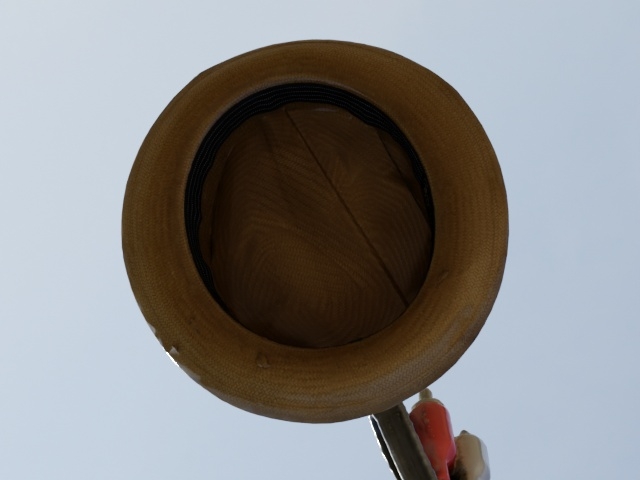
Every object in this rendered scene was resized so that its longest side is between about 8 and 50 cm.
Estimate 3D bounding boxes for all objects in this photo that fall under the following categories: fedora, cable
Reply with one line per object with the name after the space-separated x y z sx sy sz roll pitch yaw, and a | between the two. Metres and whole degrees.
0.000 0.000 0.859 0.194 0.194 0.079 -22 158 0 | fedora
0.102 0.193 1.258 0.072 0.139 0.287 -30 -158 2 | cable
